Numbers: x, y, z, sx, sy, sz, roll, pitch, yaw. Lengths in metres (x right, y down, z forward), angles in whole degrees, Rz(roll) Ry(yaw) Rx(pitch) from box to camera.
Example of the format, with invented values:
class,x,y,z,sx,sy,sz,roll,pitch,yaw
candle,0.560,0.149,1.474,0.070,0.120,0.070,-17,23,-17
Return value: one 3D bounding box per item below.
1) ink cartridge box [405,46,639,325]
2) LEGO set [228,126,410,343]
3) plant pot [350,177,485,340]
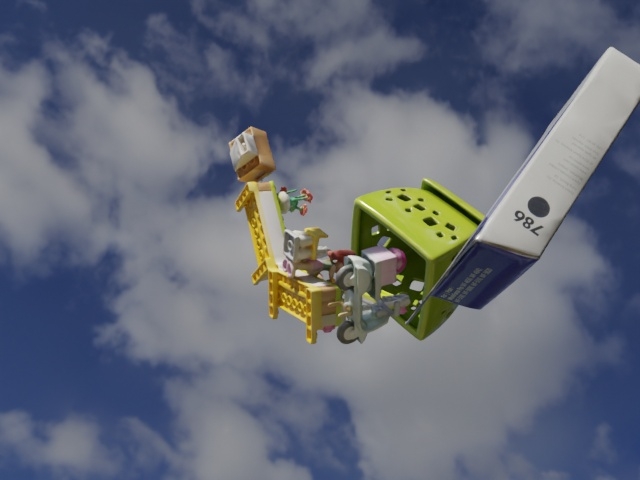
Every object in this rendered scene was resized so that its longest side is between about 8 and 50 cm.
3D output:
class,x,y,z,sx,sy,sz,roll,pitch,yaw
ink cartridge box,0.219,-0.039,0.709,0.065,0.333,0.165,37,-21,9
LEGO set,0.000,0.000,0.645,0.107,0.287,0.132,-5,-57,-26
plant pot,0.209,0.020,1.338,0.228,0.207,0.227,43,-35,38
